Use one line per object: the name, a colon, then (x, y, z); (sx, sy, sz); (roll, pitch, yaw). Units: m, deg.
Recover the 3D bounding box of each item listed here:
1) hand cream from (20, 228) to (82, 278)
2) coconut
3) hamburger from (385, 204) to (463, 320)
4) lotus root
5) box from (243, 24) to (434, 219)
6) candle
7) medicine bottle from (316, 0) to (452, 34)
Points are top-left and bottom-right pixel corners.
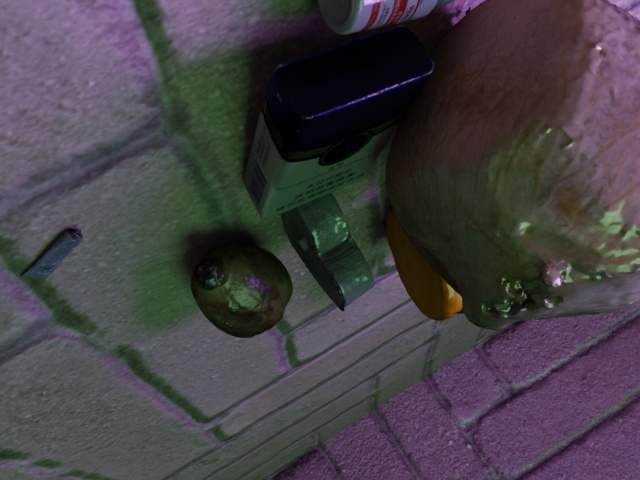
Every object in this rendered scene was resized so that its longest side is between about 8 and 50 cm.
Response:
hand cream: (-0.306, 0.018, 0.727); (0.093, 0.019, 0.030); (-42, 152, 20)
coconut: (0.264, -0.066, 0.750); (0.404, 0.405, 0.405); (-27, 154, -15)
hamburger: (0.228, 0.014, 1.102); (0.169, 0.246, 0.246); (-21, 153, -7)
lotus root: (-0.118, 0.066, 0.913); (0.138, 0.138, 0.214); (-34, 152, 0)
box: (0.008, -0.125, 0.727); (0.168, 0.071, 0.259); (-24, 168, -20)
candle: (0.000, 0.000, 0.926); (0.068, 0.192, 0.168); (-29, -162, -12)
medicine bottle: (0.070, -0.257, 0.627); (0.140, 0.079, 0.079); (-21, 151, -27)
